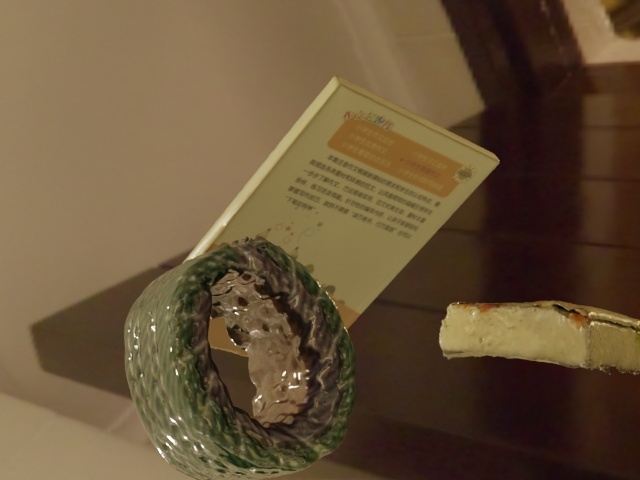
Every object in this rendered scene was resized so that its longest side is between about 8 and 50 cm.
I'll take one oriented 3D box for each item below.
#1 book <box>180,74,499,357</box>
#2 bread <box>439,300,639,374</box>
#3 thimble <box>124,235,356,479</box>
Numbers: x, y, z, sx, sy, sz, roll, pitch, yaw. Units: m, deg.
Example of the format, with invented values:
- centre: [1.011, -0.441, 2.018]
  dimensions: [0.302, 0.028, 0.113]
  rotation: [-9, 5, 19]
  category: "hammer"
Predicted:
- centre: [0.000, 0.000, 1.087]
  dimensions: [0.208, 0.020, 0.295]
  rotation: [21, -60, -39]
  category: "book"
- centre: [0.113, 0.045, 0.546]
  dimensions: [0.153, 0.068, 0.028]
  rotation: [13, -99, -59]
  category: "bread"
- centre: [-0.049, 0.073, 0.699]
  dimensions: [0.118, 0.090, 0.135]
  rotation: [-30, -86, -38]
  category: "thimble"
